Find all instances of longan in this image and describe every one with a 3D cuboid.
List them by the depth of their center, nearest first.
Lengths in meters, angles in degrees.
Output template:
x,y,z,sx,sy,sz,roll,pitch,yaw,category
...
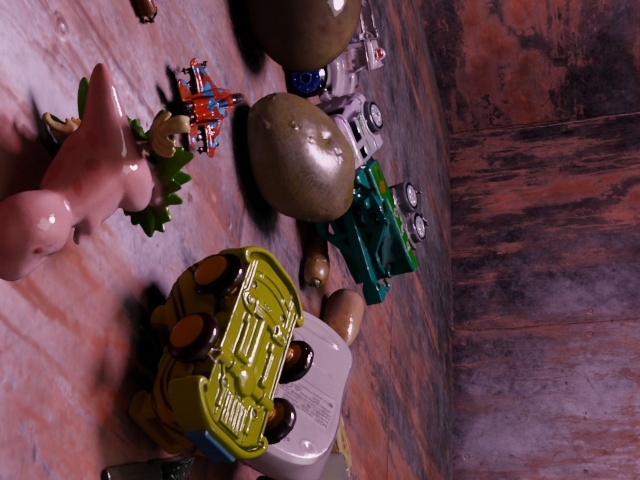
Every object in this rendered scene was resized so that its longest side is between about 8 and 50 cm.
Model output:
x,y,z,sx,sy,sz,roll,pitch,yaw,category
-0.027,-0.384,1.465,0.196,0.197,0.220,66,29,-49,longan

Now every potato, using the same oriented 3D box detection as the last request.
x,y,z,sx,sy,sz,roll,pitch,yaw,category
-0.033,-0.129,1.431,0.235,0.160,0.178,59,1,-28,potato

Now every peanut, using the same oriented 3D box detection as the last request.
x,y,z,sx,sy,sz,roll,pitch,yaw,category
0.041,0.151,1.729,0.152,0.076,0.076,-71,151,-49,peanut

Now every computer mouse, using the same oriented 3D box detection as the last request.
x,y,z,sx,sy,sz,roll,pitch,yaw,category
-0.060,0.208,1.211,0.184,0.121,0.296,34,34,-10,computer mouse

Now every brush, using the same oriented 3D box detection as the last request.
x,y,z,sx,sy,sz,roll,pitch,yaw,category
-0.178,0.256,0.988,0.190,0.028,0.034,29,55,-70,brush

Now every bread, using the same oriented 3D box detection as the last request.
x,y,z,sx,sy,sz,roll,pitch,yaw,category
0.033,0.382,1.708,0.068,0.028,0.153,-72,154,-59,bread

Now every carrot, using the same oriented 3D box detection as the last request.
x,y,z,sx,sy,sz,roll,pitch,yaw,category
0.000,0.000,1.701,0.254,0.049,0.049,-82,160,-53,carrot

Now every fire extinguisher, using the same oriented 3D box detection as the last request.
x,y,z,sx,sy,sz,roll,pitch,yaw,category
-0.212,-0.292,1.076,0.028,0.022,0.083,55,-13,50,fire extinguisher

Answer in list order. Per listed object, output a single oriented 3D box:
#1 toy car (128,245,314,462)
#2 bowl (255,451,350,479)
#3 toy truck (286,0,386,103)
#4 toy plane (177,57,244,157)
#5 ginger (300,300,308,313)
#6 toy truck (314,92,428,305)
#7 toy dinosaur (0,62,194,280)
x,y,z,sx,sy,sz,roll,pitch,yaw,category
-0.119,0.128,1.032,0.200,0.143,0.247,58,36,-37,toy car
-0.039,0.380,1.213,0.211,0.112,0.211,-169,-90,-81,bowl
0.029,-0.364,1.686,0.161,0.177,0.213,-52,134,-70,toy truck
-0.145,-0.181,1.210,0.189,0.061,0.130,-58,139,-73,toy plane
-0.070,0.102,1.375,0.165,0.067,0.096,49,36,-43,ginger
0.068,-0.075,1.644,0.363,0.177,0.178,69,26,-13,toy truck
-0.220,-0.066,0.809,0.194,0.152,0.177,-56,168,10,toy dinosaur
